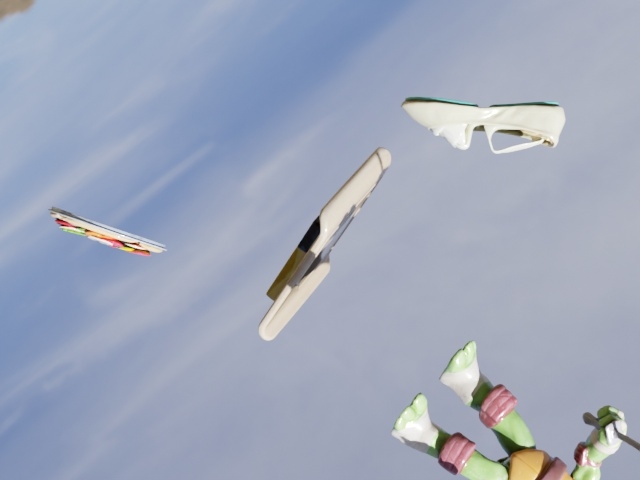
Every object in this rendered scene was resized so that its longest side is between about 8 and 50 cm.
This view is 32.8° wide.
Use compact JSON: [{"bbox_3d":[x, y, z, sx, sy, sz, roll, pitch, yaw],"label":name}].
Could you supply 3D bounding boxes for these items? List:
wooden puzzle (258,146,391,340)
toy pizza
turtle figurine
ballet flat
[{"bbox_3d":[0.000,0.000,1.486,0.221,0.044,0.238,-49,170,-51],"label":"wooden puzzle"},{"bbox_3d":[-0.347,-0.009,1.758,0.201,0.201,0.032,14,-95,60],"label":"toy pizza"},{"bbox_3d":[0.219,0.230,1.138,0.197,0.266,0.275,-53,165,10],"label":"turtle figurine"},{"bbox_3d":[0.243,-0.173,1.644,0.249,0.086,0.086,3,-145,10],"label":"ballet flat"}]
